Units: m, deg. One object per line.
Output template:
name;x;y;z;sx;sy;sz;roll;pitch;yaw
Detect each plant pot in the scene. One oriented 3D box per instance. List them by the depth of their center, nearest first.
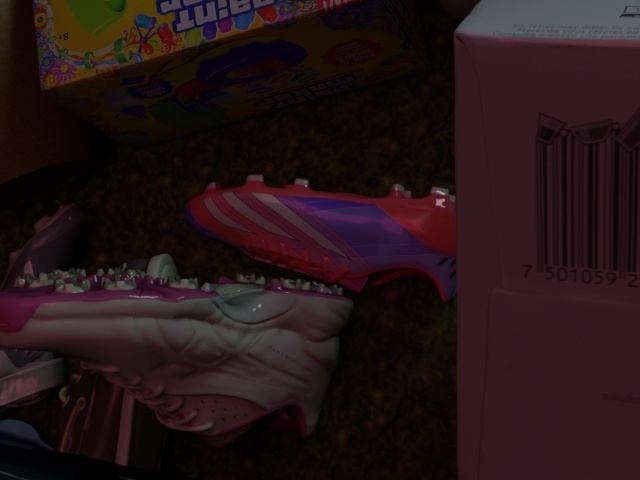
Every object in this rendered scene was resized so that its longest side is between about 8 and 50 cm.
plant pot;-0.308;-0.160;1.165;0.237;0.237;0.254;-24;83;12

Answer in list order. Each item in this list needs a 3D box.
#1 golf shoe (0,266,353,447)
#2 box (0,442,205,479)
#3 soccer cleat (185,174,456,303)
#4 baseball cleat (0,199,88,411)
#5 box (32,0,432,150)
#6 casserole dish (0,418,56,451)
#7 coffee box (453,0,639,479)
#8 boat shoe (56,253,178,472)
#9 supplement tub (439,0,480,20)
golf shoe;-0.105;0.091;0.991;0.115;0.306;0.140;8;93;55
box;-0.104;0.393;0.796;0.297;0.480;0.471;13;81;21
soccer cleat;0.000;0.000;1.083;0.248;0.083;0.095;2;81;17
baseball cleat;-0.250;0.070;1.164;0.109;0.072;0.206;37;95;10
box;-0.083;-0.261;1.125;0.290;0.177;0.279;-14;73;15
casserole dish;-0.280;0.250;1.135;0.114;0.037;0.188;11;79;21
coffee box;0.281;-0.007;0.783;0.338;0.334;0.338;6;117;20
boat shoe;-0.176;0.158;1.084;0.091;0.109;0.305;5;82;15
supplement tub;0.214;-0.335;1.006;0.331;0.241;0.241;-20;71;13
